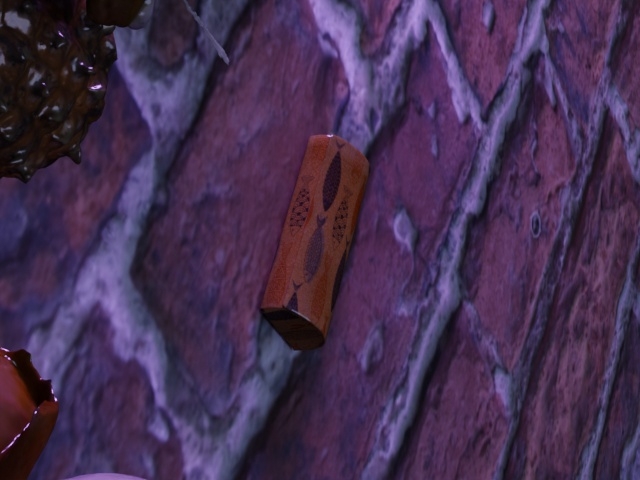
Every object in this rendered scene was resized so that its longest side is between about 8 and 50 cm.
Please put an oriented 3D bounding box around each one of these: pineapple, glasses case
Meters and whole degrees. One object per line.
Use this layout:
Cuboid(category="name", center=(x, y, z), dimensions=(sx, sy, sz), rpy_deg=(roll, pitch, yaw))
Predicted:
Cuboid(category="pineapple", center=(-0.244, -0.092, 0.755), dimensions=(0.364, 0.165, 0.165), rpy_deg=(-11, 96, -60))
Cuboid(category="glasses case", center=(0.000, 0.000, 1.310), dimensions=(0.064, 0.041, 0.170), rpy_deg=(53, 43, -45))

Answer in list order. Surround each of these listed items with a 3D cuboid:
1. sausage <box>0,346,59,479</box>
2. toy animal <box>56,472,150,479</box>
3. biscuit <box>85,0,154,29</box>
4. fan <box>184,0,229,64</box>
Cuboid(category="sausage", center=(-0.238, 0.164, 0.790), dimensions=(0.330, 0.102, 0.102), rpy_deg=(-58, 136, -46))
Cuboid(category="toy animal", center=(-0.136, 0.264, 0.867), dimensions=(0.174, 0.249, 0.289), rpy_deg=(103, -32, -48))
Cuboid(category="biscuit", center=(-0.082, -0.265, 0.836), dimensions=(0.197, 0.049, 0.301), rpy_deg=(114, -20, -47))
Cuboid(category="fan", center=(-0.140, -0.226, 1.108), dimensions=(0.310, 0.010, 0.182), rpy_deg=(55, 41, -39))
